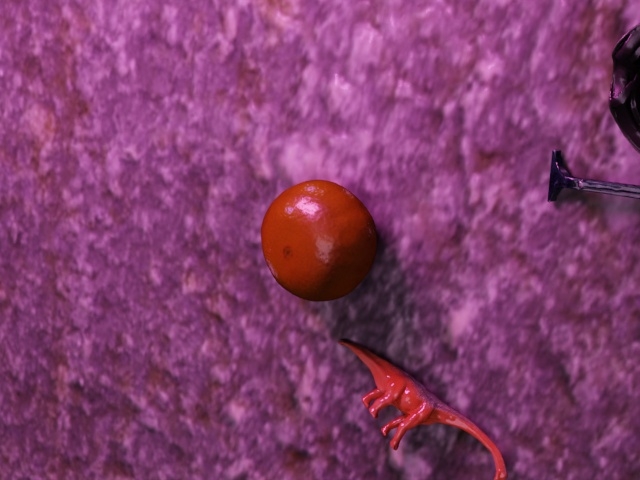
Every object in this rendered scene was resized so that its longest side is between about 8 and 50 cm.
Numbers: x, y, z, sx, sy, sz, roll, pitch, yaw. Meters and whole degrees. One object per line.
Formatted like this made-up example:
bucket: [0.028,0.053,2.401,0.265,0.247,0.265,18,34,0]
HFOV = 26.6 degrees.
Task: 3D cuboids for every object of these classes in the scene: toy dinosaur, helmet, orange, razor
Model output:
toy dinosaur: [0.122,0.226,1.761,0.101,0.055,0.279,-44,80,5]
helmet: [0.402,-0.181,1.491,0.153,0.107,0.177,6,126,21]
orange: [0.000,0.000,1.719,0.156,0.124,0.156,14,111,40]
razor: [0.358,-0.058,1.584,0.190,0.033,0.066,11,109,22]
